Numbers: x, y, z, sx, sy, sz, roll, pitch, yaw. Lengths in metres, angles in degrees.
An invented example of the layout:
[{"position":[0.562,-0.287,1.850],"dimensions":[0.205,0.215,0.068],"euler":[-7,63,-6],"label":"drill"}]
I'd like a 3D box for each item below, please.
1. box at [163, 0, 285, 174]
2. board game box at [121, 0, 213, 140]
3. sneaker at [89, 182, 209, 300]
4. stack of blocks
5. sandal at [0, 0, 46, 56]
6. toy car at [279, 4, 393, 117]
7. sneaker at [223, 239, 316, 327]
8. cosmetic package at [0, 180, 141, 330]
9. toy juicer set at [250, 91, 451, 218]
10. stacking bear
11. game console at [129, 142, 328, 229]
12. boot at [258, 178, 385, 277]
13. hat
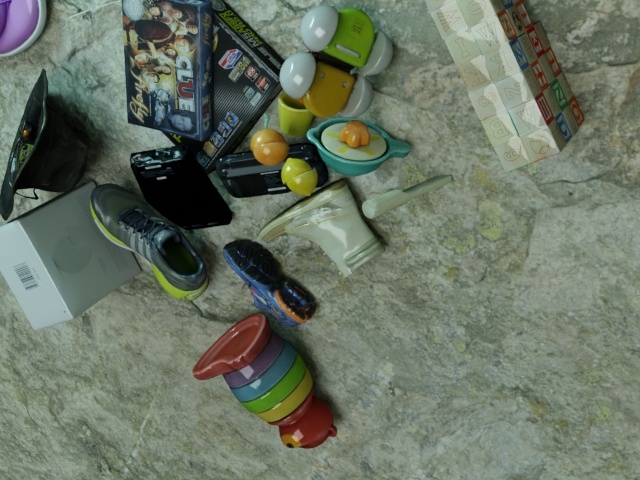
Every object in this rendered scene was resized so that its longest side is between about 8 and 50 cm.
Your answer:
[{"position":[-0.204,-0.282,1.629],"dimensions":[0.216,0.060,0.270],"euler":[45,126,1],"label":"box"},{"position":[-0.270,-0.311,1.587],"dimensions":[0.165,0.042,0.243],"euler":[15,120,22],"label":"board game box"},{"position":[-0.332,-0.012,1.784],"dimensions":[0.300,0.111,0.121],"euler":[41,154,-3],"label":"sneaker"},{"position":[0.270,-0.269,1.310],"dimensions":[0.087,0.171,0.297],"euler":[-21,102,34],"label":"stack of blocks"},{"position":[-0.723,-0.437,1.808],"dimensions":[0.417,0.102,0.169],"euler":[-3,112,29],"label":"sandal"},{"position":[0.016,-0.296,1.464],"dimensions":[0.181,0.159,0.136],"euler":[-65,31,13],"label":"toy car"},{"position":[-0.114,0.091,1.755],"dimensions":[0.221,0.083,0.087],"euler":[47,134,5],"label":"sneaker"},{"position":[-0.531,0.029,1.858],"dimensions":[0.138,0.225,0.224],"euler":[-17,104,36],"label":"cosmetic package"},{"position":[0.038,-0.141,1.476],"dimensions":[0.329,0.209,0.089],"euler":[26,132,16],"label":"toy juicer set"},{"position":[-0.085,0.302,1.795],"dimensions":[0.175,0.164,0.289],"euler":[-23,112,41],"label":"stacking bear"},{"position":[-0.160,-0.107,1.657],"dimensions":[0.362,0.043,0.213],"euler":[-6,145,17],"label":"game console"},{"position":[0.000,0.000,1.649],"dimensions":[0.213,0.077,0.165],"euler":[-28,100,32],"label":"boot"},{"position":[-0.537,-0.172,1.785],"dimensions":[0.134,0.331,0.331],"euler":[18,130,-24],"label":"hat"}]
